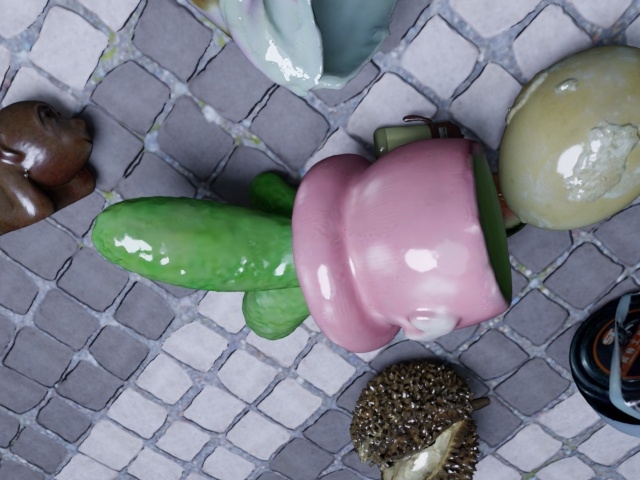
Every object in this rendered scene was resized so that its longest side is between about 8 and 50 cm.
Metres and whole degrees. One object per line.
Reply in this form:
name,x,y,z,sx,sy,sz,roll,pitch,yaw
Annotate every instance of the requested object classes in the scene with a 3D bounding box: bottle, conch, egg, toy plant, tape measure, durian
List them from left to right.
conch,-0.045,-0.323,0.501,0.249,0.197,0.368,-7,117,-36
toy plant,0.005,0.003,0.614,0.355,0.211,0.317,-5,156,28
bottle,0.113,-0.111,0.679,0.101,0.047,0.063,-8,157,1
durian,0.142,0.255,0.794,0.195,0.167,0.196,-6,114,-14
egg,0.270,-0.103,0.613,0.164,0.164,0.202,27,110,-11
tape measure,0.403,0.148,0.718,0.182,0.181,0.107,-49,113,-16

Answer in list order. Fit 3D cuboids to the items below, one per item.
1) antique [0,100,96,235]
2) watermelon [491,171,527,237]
antique,-0.379,-0.076,0.676,0.256,0.121,0.144,-15,106,17
watermelon,0.192,-0.027,0.700,0.163,0.069,0.087,-9,116,5
